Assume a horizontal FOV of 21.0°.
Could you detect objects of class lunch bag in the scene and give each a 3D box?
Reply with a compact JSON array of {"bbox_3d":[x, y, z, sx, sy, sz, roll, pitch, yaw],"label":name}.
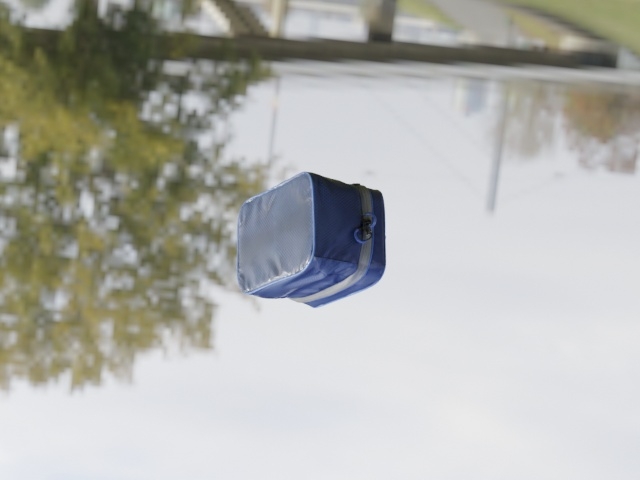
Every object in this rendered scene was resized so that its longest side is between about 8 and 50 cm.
[{"bbox_3d":[0.000,0.000,1.063,0.065,0.067,0.098,12,160,-34],"label":"lunch bag"}]
